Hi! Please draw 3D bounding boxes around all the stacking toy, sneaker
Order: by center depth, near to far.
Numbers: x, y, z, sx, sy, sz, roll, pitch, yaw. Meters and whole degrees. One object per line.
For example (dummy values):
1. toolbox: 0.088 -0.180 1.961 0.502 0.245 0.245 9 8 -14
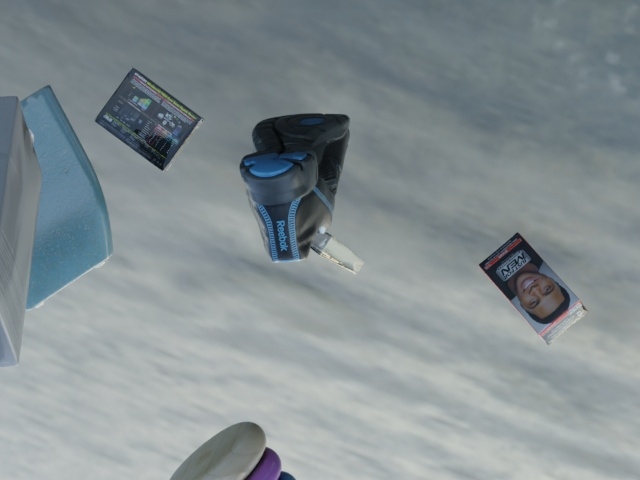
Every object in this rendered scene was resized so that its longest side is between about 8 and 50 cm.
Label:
1. stacking toy: -0.027 0.368 1.711 0.330 0.141 0.141 51 154 -11
2. sneaker: -0.034 -0.081 1.993 0.125 0.341 0.139 -3 110 15

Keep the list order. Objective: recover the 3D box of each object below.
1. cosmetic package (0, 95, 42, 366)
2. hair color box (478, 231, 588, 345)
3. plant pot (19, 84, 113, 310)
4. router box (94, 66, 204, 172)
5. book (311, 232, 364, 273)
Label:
1. cosmetic package: -0.326 -0.009 1.396 0.107 0.238 0.127 -5 140 0
2. hair color box: 0.278 0.062 1.961 0.141 0.072 0.043 51 -177 37
3. plant pot: -0.425 -0.044 2.106 0.252 0.247 0.248 58 170 -10
4. router box: -0.234 -0.165 2.054 0.122 0.092 0.038 37 -177 0
5. book: 0.000 0.000 2.239 0.096 0.035 0.144 34 -179 27
